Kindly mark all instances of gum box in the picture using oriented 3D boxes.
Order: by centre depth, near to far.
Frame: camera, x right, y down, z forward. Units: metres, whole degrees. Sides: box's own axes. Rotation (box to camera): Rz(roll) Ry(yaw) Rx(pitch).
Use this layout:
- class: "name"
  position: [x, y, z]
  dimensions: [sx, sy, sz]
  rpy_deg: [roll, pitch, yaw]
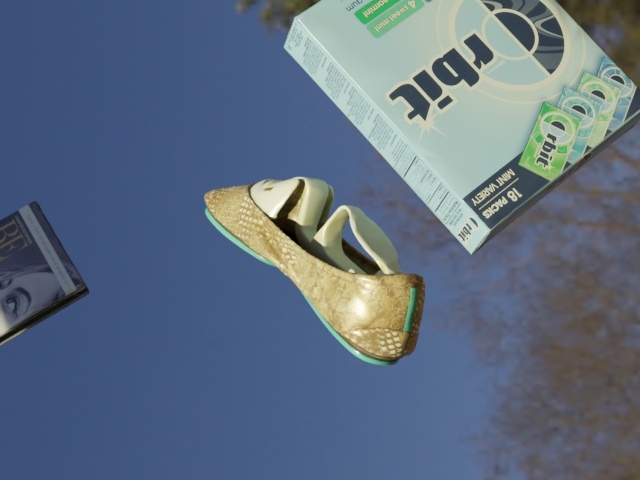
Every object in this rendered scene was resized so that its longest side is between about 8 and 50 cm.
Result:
- class: "gum box"
  position: [0.096, -0.108, 1.014]
  dimensions: [0.157, 0.184, 0.041]
  rpy_deg: [-36, -11, -24]

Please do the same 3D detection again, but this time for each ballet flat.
- class: "ballet flat"
  position: [0.000, 0.000, 0.992]
  dimensions: [0.073, 0.206, 0.067]
  rpy_deg: [4, -64, -45]

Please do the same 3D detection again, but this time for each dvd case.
- class: "dvd case"
  position: [-0.359, 0.060, 1.595]
  dimensions: [0.221, 0.164, 0.018]
  rpy_deg: [-30, -47, -8]
